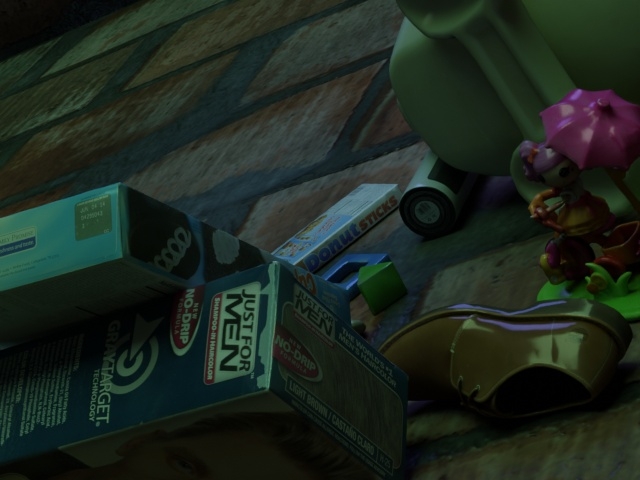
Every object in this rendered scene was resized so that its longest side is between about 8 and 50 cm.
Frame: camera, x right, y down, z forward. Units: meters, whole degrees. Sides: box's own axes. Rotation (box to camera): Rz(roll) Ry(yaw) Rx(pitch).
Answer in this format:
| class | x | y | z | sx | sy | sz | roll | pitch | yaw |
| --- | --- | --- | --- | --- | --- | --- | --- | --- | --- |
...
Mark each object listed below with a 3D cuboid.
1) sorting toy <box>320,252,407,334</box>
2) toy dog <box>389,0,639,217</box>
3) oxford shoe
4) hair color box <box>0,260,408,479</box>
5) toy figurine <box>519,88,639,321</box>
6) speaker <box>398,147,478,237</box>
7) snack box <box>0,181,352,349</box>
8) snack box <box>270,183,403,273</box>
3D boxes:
| class | x | y | z | sx | sy | sz | roll | pitch | yaw |
| --- | --- | --- | --- | --- | --- | --- | --- | --- | --- |
| sorting toy | -0.077 | 0.097 | 1.555 | 0.347 | 0.047 | 0.196 | -35 | 20 | -17 |
| toy dog | 0.285 | -0.214 | 1.588 | 0.408 | 0.284 | 0.395 | -36 | -4 | -21 |
| oxford shoe | 0.115 | 0.093 | 1.268 | 0.212 | 0.076 | 0.076 | -13 | 37 | 42 |
| hair color box | -0.128 | 0.142 | 1.282 | 0.347 | 0.174 | 0.105 | -19 | 50 | 29 |
| toy figurine | 0.205 | -0.036 | 1.330 | 0.173 | 0.159 | 0.130 | -13 | 24 | 41 |
| speaker | 0.117 | -0.058 | 1.672 | 0.055 | 0.055 | 0.136 | -18 | 21 | 28 |
| snack box | -0.131 | 0.047 | 1.329 | 0.187 | 0.060 | 0.322 | -15 | -21 | 26 |
| snack box | 0.000 | 0.000 | 1.735 | 0.178 | 0.022 | 0.064 | -38 | 22 | -25 |
